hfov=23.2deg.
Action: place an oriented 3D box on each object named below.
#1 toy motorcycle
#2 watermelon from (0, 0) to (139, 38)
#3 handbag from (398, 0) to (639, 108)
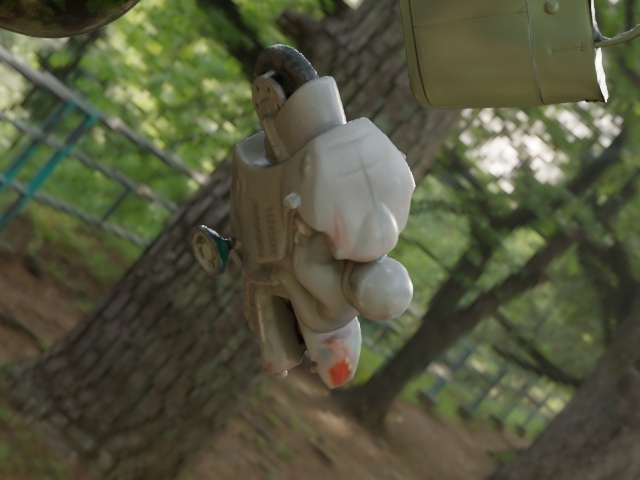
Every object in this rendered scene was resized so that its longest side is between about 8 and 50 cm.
[{"bbox_3d":[0.000,0.000,1.072,0.171,0.110,0.260,42,-37,38],"label":"toy motorcycle"},{"bbox_3d":[-0.256,-0.305,1.355,0.269,0.269,0.269,40,3,-2],"label":"watermelon"},{"bbox_3d":[0.253,-0.276,1.876,0.109,0.315,0.241,-31,113,-69],"label":"handbag"}]
